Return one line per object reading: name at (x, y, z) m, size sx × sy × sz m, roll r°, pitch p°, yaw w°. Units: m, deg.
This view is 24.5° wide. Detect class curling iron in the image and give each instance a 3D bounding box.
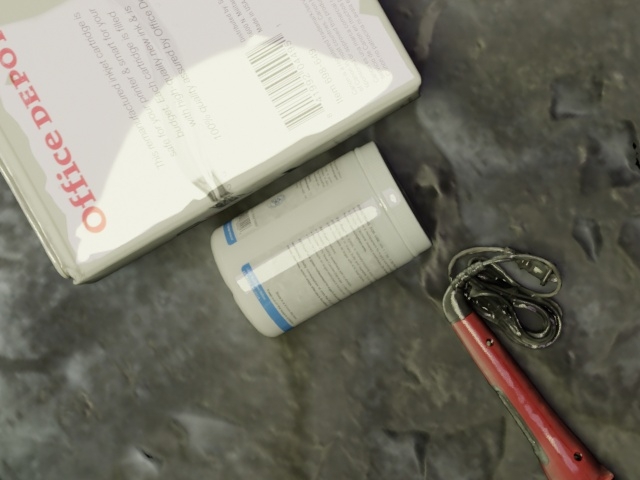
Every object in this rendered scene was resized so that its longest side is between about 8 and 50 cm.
curling iron at (0.153, 0.121, 0.821) m, size 0.068 × 0.035 × 0.274 m, roll -30°, pitch 89°, yaw 6°

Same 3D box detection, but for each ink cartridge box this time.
ink cartridge box at (-0.075, -0.095, 0.808) m, size 0.217 × 0.092 × 0.159 m, roll -29°, pitch 90°, yaw 4°

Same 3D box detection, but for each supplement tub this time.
supplement tub at (0.000, 0.000, 0.815) m, size 0.107 × 0.071 × 0.071 m, roll -29°, pitch 89°, yaw 6°
